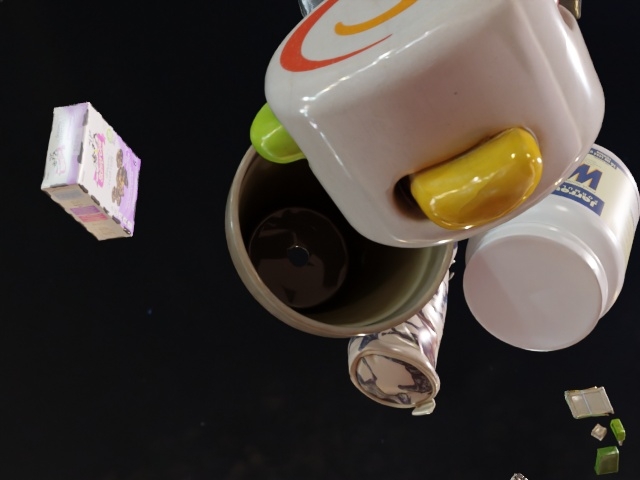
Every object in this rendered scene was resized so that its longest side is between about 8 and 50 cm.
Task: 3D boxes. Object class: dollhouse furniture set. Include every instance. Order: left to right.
[{"bbox_3d":[0.505,0.344,1.439,0.076,0.151,0.058,-10,-49,2],"label":"dollhouse furniture set"}]

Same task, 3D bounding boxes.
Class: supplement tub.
[{"bbox_3d":[0.367,0.001,1.247,0.235,0.325,0.235,13,-56,21],"label":"supplement tub"}]

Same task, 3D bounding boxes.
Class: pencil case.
[{"bbox_3d":[0.163,0.118,1.453,0.183,0.410,0.160,32,-47,-14],"label":"pencil case"}]

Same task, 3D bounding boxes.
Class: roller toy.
[{"bbox_3d":[0.077,-0.095,0.508,0.191,0.209,0.146,-48,-60,-22],"label":"roller toy"}]

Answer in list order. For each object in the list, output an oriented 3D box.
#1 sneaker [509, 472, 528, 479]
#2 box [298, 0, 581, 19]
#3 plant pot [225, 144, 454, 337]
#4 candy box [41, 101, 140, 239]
[{"bbox_3d":[0.326,0.549,1.376,0.130,0.330,0.147,40,-53,-4],"label":"sneaker"},{"bbox_3d":[0.111,-0.274,0.796,0.270,0.143,0.165,-21,-27,7],"label":"box"},{"bbox_3d":[0.000,0.000,1.188,0.323,0.323,0.280,14,-18,-12],"label":"plant pot"},{"bbox_3d":[-0.396,-0.117,1.378,0.070,0.164,0.196,-7,-27,13],"label":"candy box"}]
